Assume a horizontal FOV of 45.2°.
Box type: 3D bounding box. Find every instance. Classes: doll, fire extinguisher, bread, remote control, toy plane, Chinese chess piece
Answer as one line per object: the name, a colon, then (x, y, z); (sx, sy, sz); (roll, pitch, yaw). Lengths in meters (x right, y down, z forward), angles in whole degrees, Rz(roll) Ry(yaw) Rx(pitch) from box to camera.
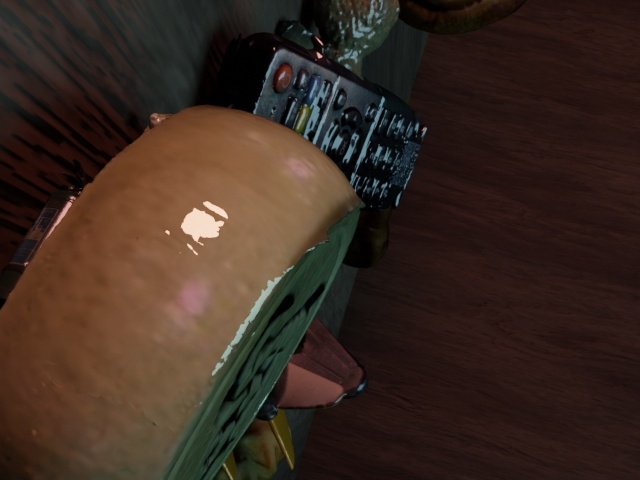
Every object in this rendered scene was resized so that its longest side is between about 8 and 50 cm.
doll: (0.006, -0.157, 0.839); (0.202, 0.091, 0.286); (-17, 118, -41)
fire extinguisher: (-0.132, 0.002, 0.383); (0.038, 0.025, 0.083); (63, 39, -50)
bread: (-0.110, 0.248, 0.816); (0.128, 0.088, 0.232); (-33, 179, 18)
remote control: (0.012, -0.101, 0.737); (0.399, 0.062, 0.145); (1, 111, -66)
toy plane: (-0.064, 0.059, 0.694); (0.316, 0.204, 0.103); (-93, 164, -54)
Chinese chess piece: (-0.075, 0.051, 0.417); (0.250, 0.101, 0.250); (-57, 173, -11)

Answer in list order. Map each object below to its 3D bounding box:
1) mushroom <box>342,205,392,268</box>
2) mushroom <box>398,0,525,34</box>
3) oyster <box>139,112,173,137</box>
mushroom: (0.000, 0.000, 1.079); (0.217, 0.148, 0.227); (-48, 149, -30)
mushroom: (0.187, -0.401, 1.009); (0.254, 0.267, 0.267); (-77, 177, -48)
oyster: (-0.101, -0.028, 0.507); (0.100, 0.037, 0.098); (23, 83, -82)
